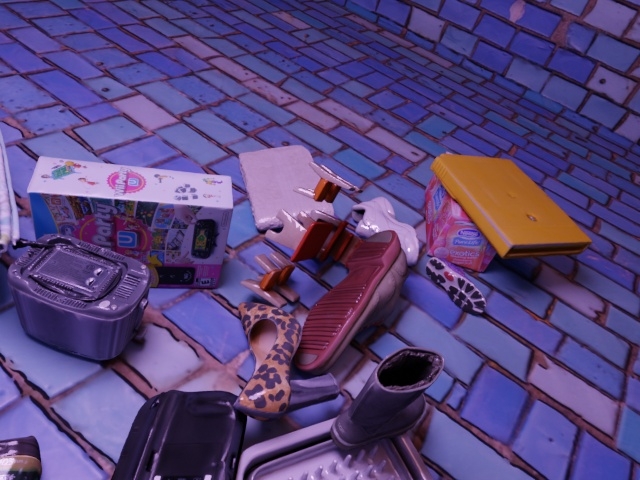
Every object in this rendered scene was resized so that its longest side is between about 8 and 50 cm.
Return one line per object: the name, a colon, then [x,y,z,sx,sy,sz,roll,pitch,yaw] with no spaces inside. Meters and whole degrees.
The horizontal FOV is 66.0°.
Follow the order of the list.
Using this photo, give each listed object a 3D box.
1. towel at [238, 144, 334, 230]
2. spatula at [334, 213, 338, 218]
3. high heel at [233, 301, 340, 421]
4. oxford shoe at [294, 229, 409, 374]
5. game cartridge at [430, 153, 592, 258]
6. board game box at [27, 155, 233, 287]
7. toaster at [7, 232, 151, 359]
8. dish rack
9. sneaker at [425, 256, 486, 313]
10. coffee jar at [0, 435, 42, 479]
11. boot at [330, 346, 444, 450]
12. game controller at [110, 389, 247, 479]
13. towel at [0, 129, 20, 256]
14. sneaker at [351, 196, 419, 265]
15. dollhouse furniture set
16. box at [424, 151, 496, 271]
towel: [-0.091,-0.134,1.204,0.187,0.049,0.282,-10,47,-10]
spatula: [-0.036,-0.131,1.260,0.084,0.030,0.296,-4,45,-23]
high heel: [-0.109,0.174,0.786,0.186,0.093,0.261,5,25,-47]
oxford shoe: [0.083,0.133,0.944,0.348,0.123,0.130,-50,118,-31]
game cartridge: [0.446,-0.090,1.183,0.285,0.052,0.323,-1,44,-29]
board game box: [-0.322,-0.018,0.867,0.304,0.224,0.097,4,45,-18]
toaster: [-0.382,0.091,0.776,0.227,0.146,0.129,19,39,-2]
dish rack: [0.050,0.409,0.652,0.286,0.072,0.332,-8,47,-28]
sneaker: [0.320,0.093,1.127,0.071,0.068,0.170,-10,47,-38]
coffee jar: [-0.379,0.323,0.568,0.096,0.079,0.184,-2,44,-23]
boot: [0.113,0.209,0.691,0.190,0.208,0.076,-17,52,-36]
game controller: [-0.194,0.331,0.623,0.167,0.067,0.319,1,41,5]
towel: [-0.650,-0.052,0.766,0.321,0.090,0.374,-30,54,-7]
sneaker: [0.144,-0.014,1.172,0.115,0.090,0.232,-10,39,-22]
dollhouse furniture set: [0.000,0.000,0.974,0.135,0.262,0.259,33,10,12]
box: [0.371,-0.081,1.282,0.154,0.142,0.300,19,40,-4]
